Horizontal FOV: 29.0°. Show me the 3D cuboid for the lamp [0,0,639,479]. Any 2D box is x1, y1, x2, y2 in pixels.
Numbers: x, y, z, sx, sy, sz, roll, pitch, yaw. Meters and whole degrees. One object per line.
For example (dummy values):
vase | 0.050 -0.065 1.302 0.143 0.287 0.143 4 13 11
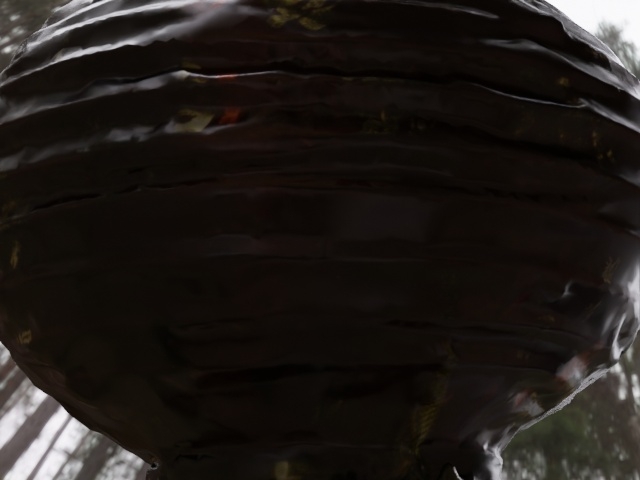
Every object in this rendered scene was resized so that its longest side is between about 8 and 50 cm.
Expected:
lamp | 0.000 0.000 0.420 0.247 0.247 0.247 3 -70 7
